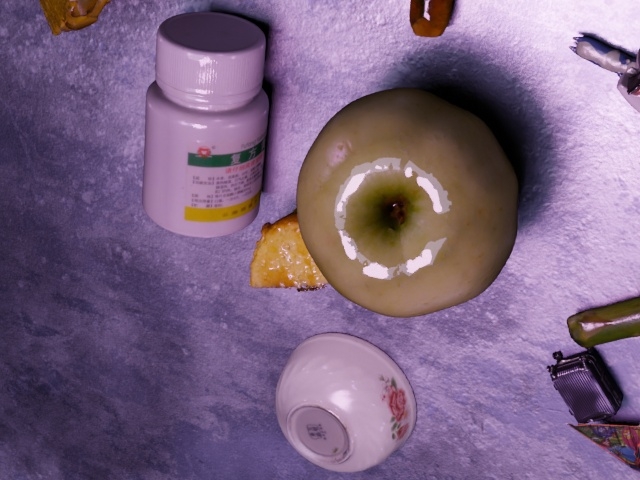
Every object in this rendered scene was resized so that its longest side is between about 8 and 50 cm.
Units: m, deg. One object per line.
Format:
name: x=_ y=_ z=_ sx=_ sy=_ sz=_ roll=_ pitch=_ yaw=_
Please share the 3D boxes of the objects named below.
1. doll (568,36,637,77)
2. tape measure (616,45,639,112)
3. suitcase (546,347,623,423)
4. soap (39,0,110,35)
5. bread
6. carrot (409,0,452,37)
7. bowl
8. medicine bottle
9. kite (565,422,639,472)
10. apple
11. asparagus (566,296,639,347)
doll: x=0.421 y=-0.264 z=1.764 sx=0.125 sy=0.027 sz=0.037 roll=27 pitch=134 yaw=15
tape measure: x=0.532 y=-0.195 z=1.589 sx=0.258 sy=0.265 sz=0.130 roll=39 pitch=132 yaw=-7
suitcase: x=0.442 y=0.240 z=2.018 sx=0.086 sy=0.059 sz=0.126 roll=-23 pitch=105 yaw=37
soap: x=-0.437 y=-0.420 z=2.000 sx=0.339 sy=0.304 sz=0.169 roll=-20 pitch=101 yaw=36
bread: x=-0.002 y=-0.001 z=2.081 sx=0.261 sy=0.160 sz=0.147 roll=0 pitch=110 yaw=37
carrot: x=0.169 y=-0.456 z=1.788 sx=0.066 sy=0.066 sz=0.314 roll=13 pitch=119 yaw=24
bowl: x=0.028 y=0.323 z=2.254 sx=0.277 sy=0.145 sz=0.277 roll=13 pitch=122 yaw=21
medicine bottle: x=-0.192 y=-0.196 z=2.043 sx=0.208 sy=0.208 sz=0.339 roll=21 pitch=125 yaw=19
kite: x=0.528 y=0.333 z=2.015 sx=0.241 sy=0.014 sz=0.183 roll=6 pitch=133 yaw=9
apple: x=0.134 y=-0.059 z=1.846 sx=0.357 sy=0.357 sz=0.357 roll=14 pitch=122 yaw=23
asparagus: x=0.517 y=0.113 z=1.901 sx=0.278 sy=0.060 sz=0.067 roll=-22 pitch=93 yaw=36
